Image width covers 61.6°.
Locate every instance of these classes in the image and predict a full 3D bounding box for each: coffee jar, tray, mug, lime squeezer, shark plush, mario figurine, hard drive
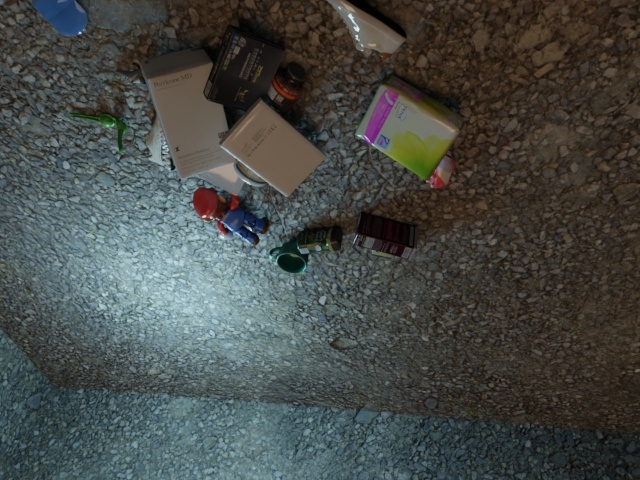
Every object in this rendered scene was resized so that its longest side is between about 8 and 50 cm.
[{"bbox_3d":[0.000,0.000,2.218,0.184,0.096,0.079,-6,136,18],"label":"coffee jar"},{"bbox_3d":[-0.405,-0.293,2.037,0.270,0.030,0.145,27,105,-14],"label":"tray"},{"bbox_3d":[-0.126,0.058,2.305,0.157,0.097,0.129,37,132,-21],"label":"mug"},{"bbox_3d":[-0.791,-0.419,1.988,0.310,0.110,0.059,34,159,22],"label":"lime squeezer"},{"bbox_3d":[-0.624,-0.577,1.838,0.161,0.073,0.067,14,120,29],"label":"shark plush"},{"bbox_3d":[-0.367,-0.119,2.162,0.320,0.198,0.170,34,159,-26],"label":"mario figurine"},{"bbox_3d":[-0.156,-0.305,1.801,0.203,0.040,0.307,-44,125,14],"label":"hard drive"}]

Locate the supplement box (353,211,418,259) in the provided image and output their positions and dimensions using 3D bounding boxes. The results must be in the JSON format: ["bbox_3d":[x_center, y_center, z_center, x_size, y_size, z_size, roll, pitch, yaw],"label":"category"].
[{"bbox_3d":[0.258,-0.019,2.114,0.239,0.130,0.073,16,136,-1],"label":"supplement box"}]

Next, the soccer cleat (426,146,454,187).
[{"bbox_3d":[0.426,-0.290,1.852,0.095,0.083,0.248,-14,132,-16],"label":"soccer cleat"}]

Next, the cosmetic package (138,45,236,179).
[{"bbox_3d":[-0.436,-0.424,1.797,0.217,0.156,0.385,-21,137,-12],"label":"cosmetic package"}]

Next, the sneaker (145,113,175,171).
[{"bbox_3d":[-0.588,-0.386,1.970,0.118,0.110,0.292,20,136,6],"label":"sneaker"}]

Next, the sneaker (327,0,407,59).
[{"bbox_3d":[0.103,-0.625,1.555,0.290,0.106,0.123,30,131,-18],"label":"sneaker"}]

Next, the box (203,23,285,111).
[{"bbox_3d":[-0.238,-0.526,1.671,0.183,0.059,0.233,8,124,-37],"label":"box"}]

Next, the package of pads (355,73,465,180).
[{"bbox_3d":[0.287,-0.367,1.728,0.296,0.101,0.229,34,135,5],"label":"package of pads"}]

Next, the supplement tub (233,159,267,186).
[{"bbox_3d":[-0.205,-0.306,1.912,0.144,0.144,0.200,30,124,-17],"label":"supplement tub"}]

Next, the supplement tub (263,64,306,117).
[{"bbox_3d":[-0.128,-0.480,1.758,0.106,0.106,0.198,32,133,-18],"label":"supplement tub"}]

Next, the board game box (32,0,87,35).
[{"bbox_3d":[-0.824,-0.742,1.712,0.133,0.033,0.169,-22,131,25],"label":"board game box"}]

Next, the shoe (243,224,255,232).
[{"bbox_3d":[-0.376,-0.077,2.256,0.219,0.058,0.076,29,134,-16],"label":"shoe"}]

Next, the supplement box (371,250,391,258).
[{"bbox_3d":[0.260,0.022,2.206,0.083,0.056,0.083,12,136,2],"label":"supplement box"}]
